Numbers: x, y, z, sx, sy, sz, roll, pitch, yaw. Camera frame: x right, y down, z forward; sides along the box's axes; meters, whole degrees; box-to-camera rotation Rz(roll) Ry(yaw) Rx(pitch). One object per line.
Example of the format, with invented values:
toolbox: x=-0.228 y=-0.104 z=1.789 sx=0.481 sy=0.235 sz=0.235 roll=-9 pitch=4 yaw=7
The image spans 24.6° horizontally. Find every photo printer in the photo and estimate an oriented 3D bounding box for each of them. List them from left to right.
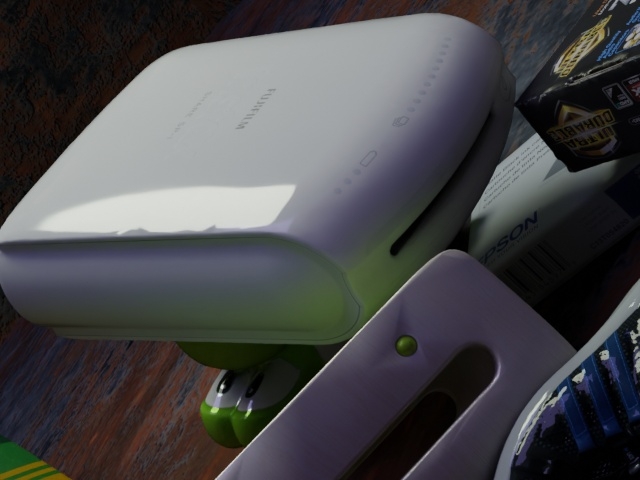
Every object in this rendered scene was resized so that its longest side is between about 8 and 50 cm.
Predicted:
photo printer: x=-0.033 y=-0.042 z=0.969 sx=0.307 sy=0.107 sz=0.256 roll=-1 pitch=39 yaw=37

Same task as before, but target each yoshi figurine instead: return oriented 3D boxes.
yoshi figurine: x=-0.004 y=-0.016 z=1.140 sx=0.362 sy=0.203 sz=0.203 roll=-62 pitch=5 yaw=-27

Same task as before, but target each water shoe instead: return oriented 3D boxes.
water shoe: x=0.161 y=0.088 z=0.747 sx=0.203 sy=0.073 sz=0.080 roll=-55 pitch=23 yaw=-12

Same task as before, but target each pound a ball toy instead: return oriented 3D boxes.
pound a ball toy: x=0.034 y=0.147 z=0.849 sx=0.319 sy=0.136 sz=0.208 roll=-44 pitch=-9 yaw=-16

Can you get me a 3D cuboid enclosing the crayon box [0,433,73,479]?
crayon box: x=-0.197 y=0.279 z=1.041 sx=0.081 sy=0.202 sz=0.318 roll=-51 pitch=16 yaw=13

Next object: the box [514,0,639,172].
box: x=0.295 y=-0.186 z=0.889 sx=0.295 sy=0.073 sz=0.293 roll=-50 pitch=16 yaw=-29

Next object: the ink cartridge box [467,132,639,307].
ink cartridge box: x=0.198 y=-0.069 z=1.064 sx=0.223 sy=0.045 sz=0.224 roll=-41 pitch=17 yaw=27
